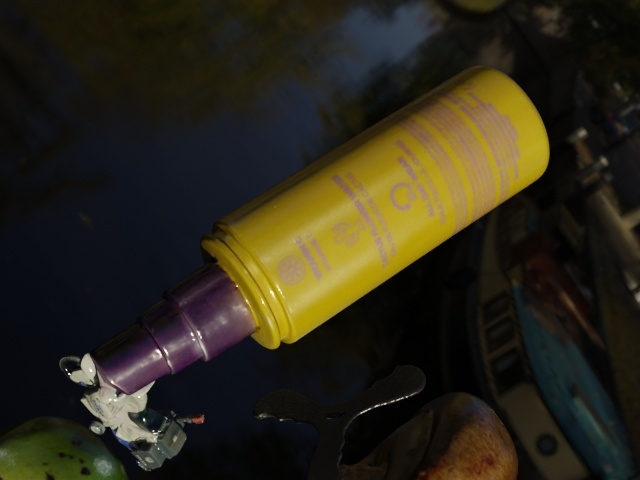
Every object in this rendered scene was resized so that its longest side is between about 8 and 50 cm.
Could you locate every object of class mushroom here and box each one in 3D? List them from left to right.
[{"bbox_3d":[0.109,0.339,1.460,0.259,0.345,0.345,34,21,-3],"label":"mushroom"}]

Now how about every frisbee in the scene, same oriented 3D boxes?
[{"bbox_3d":[0.010,0.214,1.223,0.187,0.211,0.012,-72,148,-53],"label":"frisbee"}]

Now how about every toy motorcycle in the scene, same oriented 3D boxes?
[{"bbox_3d":[-0.270,0.237,1.562,0.221,0.150,0.102,56,40,-29],"label":"toy motorcycle"}]

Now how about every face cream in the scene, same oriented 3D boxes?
[{"bbox_3d":[0.000,0.000,0.591,0.078,0.273,0.078,49,-20,24],"label":"face cream"}]

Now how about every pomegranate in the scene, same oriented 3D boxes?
[{"bbox_3d":[-0.294,0.263,1.071,0.187,0.187,0.225,62,16,22],"label":"pomegranate"}]
